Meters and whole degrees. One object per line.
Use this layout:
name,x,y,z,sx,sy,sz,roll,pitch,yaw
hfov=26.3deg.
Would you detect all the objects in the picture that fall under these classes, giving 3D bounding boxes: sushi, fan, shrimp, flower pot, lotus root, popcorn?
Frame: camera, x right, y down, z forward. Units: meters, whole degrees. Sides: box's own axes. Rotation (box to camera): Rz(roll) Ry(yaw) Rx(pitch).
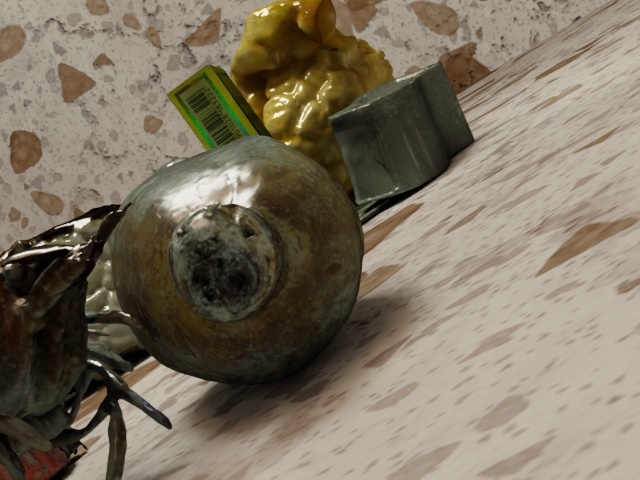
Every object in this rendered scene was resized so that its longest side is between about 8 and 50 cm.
sushi,-0.306,0.102,1.526,0.343,0.196,0.182,-28,-15,-19
fan,-0.018,0.008,1.552,0.223,0.012,0.294,-28,5,38
shrimp,-0.237,0.123,0.880,0.410,0.166,0.221,-28,3,33
flower pot,0.092,-0.126,1.580,0.103,0.108,0.229,-19,9,24
lotus root,-0.054,0.016,0.918,0.175,0.175,0.349,-32,9,-7
popcorn,-0.017,-0.167,1.770,0.225,0.332,0.265,4,52,21

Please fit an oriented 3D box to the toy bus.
toy bus,-0.254,0.166,1.118,0.096,0.073,0.235,-40,8,-14

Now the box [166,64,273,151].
box,-0.075,-0.089,1.524,0.064,0.220,0.141,-34,2,4
